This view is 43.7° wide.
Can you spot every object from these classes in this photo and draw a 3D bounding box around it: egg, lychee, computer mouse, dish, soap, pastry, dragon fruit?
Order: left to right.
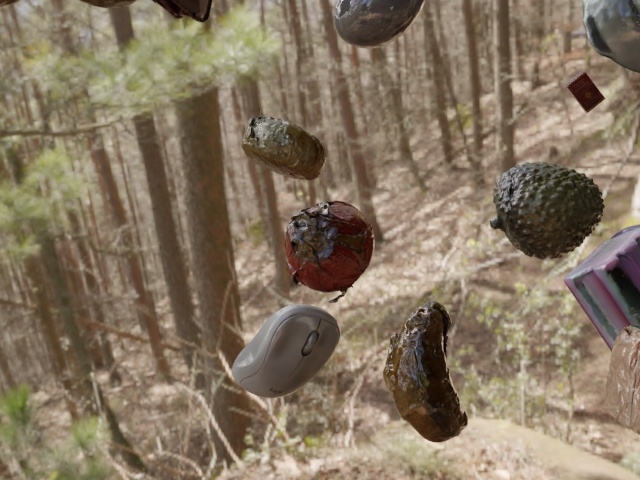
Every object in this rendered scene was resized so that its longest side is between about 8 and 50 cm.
[{"bbox_3d":[-0.083,0.271,1.837,0.184,0.297,0.121,29,36,-30],"label":"computer mouse"},{"bbox_3d":[-0.059,-0.151,1.323,0.153,0.153,0.081,15,72,45],"label":"pastry"},{"bbox_3d":[-0.001,-0.004,1.776,0.218,0.148,0.224,27,80,32],"label":"dragon fruit"},{"bbox_3d":[0.121,-0.475,1.625,0.198,0.146,0.146,-26,19,6],"label":"egg"},{"bbox_3d":[0.547,-0.078,1.948,0.274,0.255,0.255,-20,18,11],"label":"lychee"},{"bbox_3d":[0.501,-0.373,1.225,0.224,0.246,0.078,-25,-7,-19],"label":"dish"},{"bbox_3d":[0.548,0.136,1.242,0.193,0.324,0.109,-34,-2,-29],"label":"soap"}]

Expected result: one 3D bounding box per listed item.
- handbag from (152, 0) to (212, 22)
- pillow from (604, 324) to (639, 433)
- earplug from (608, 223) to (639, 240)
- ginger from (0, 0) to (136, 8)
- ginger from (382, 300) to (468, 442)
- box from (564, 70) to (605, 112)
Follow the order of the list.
[{"bbox_3d":[-0.283,-0.593,1.588,0.084,0.260,0.275,16,-3,20],"label":"handbag"},{"bbox_3d":[0.399,0.176,0.976,0.043,0.126,0.232,9,3,1],"label":"pillow"},{"bbox_3d":[0.808,0.155,1.766,0.215,0.456,0.215,-41,-2,-2],"label":"earplug"},{"bbox_3d":[-0.328,-0.413,0.814,0.254,0.418,0.176,-11,-11,-8],"label":"ginger"},{"bbox_3d":[0.234,0.305,1.824,0.172,0.321,0.165,-8,-1,-13],"label":"ginger"},{"bbox_3d":[0.600,-0.337,1.812,0.051,0.082,0.023,-40,13,13],"label":"box"}]
